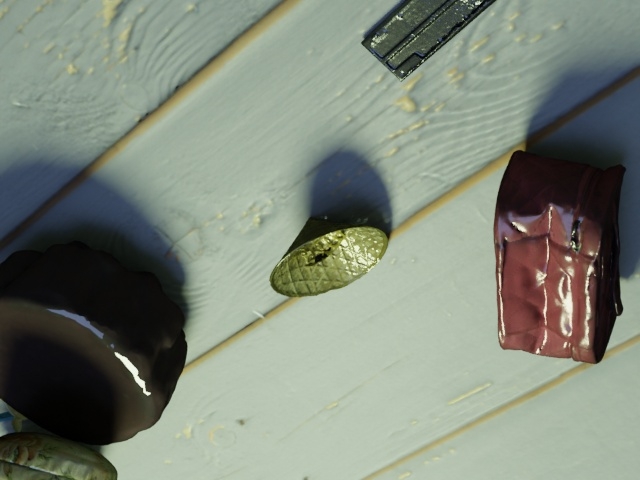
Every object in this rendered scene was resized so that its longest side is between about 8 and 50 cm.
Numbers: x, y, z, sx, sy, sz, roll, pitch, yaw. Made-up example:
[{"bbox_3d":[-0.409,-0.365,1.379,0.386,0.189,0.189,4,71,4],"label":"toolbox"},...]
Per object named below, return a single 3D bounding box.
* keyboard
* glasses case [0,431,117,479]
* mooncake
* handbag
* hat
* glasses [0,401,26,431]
[{"bbox_3d":[0.127,-0.238,1.334,0.063,0.010,0.198,43,126,-13],"label":"keyboard"},{"bbox_3d":[-0.352,0.304,1.702,0.156,0.098,0.425,16,167,-10],"label":"glasses case"},{"bbox_3d":[-0.307,0.124,1.652,0.283,0.141,0.283,11,134,12],"label":"mooncake"},{"bbox_3d":[0.257,0.019,1.397,0.135,0.146,0.225,8,128,19],"label":"handbag"},{"bbox_3d":[0.000,0.000,1.521,0.146,0.067,0.146,-18,152,-10],"label":"hat"},{"bbox_3d":[-0.497,0.169,1.814,0.220,0.088,0.190,-3,127,44],"label":"glasses"}]
